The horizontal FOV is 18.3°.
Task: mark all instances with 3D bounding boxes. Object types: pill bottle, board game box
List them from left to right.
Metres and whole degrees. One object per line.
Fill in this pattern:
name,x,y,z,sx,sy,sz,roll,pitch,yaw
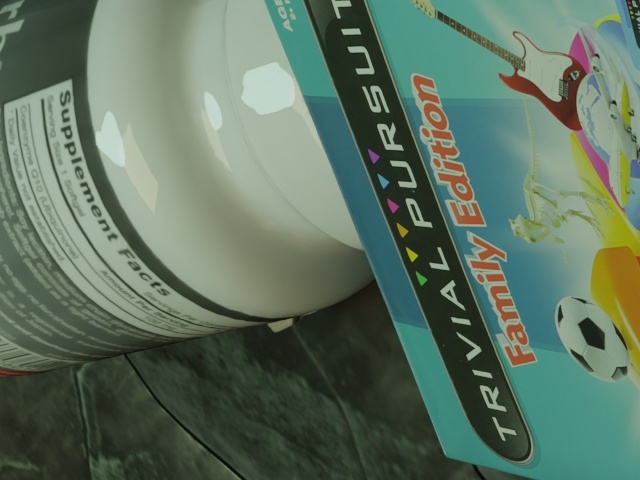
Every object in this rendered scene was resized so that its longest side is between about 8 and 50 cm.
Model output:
pill bottle,-0.075,-0.053,1.020,0.363,0.210,0.210,-14,106,44
board game box,0.132,-0.018,0.719,0.336,0.079,0.253,6,123,55

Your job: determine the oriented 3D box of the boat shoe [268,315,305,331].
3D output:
boat shoe,0.000,0.000,1.136,0.065,0.075,0.206,55,155,0
